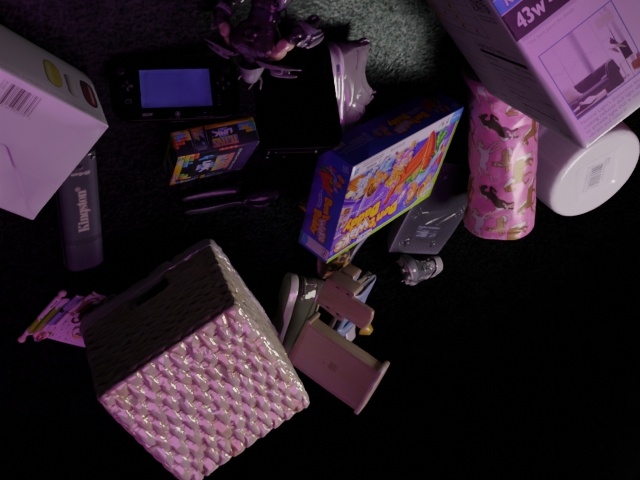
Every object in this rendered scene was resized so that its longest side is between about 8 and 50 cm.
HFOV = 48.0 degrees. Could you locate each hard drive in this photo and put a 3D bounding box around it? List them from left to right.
[{"bbox_3d":[0.262,-0.079,1.659,0.172,0.054,0.255,3,128,-34],"label":"hard drive"}]

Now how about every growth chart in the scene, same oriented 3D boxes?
[{"bbox_3d":[-0.470,0.167,1.475,0.237,0.021,0.172,23,115,-45],"label":"growth chart"}]

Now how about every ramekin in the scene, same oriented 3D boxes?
[{"bbox_3d":[0.615,-0.190,1.707,0.277,0.135,0.277,-17,137,-16],"label":"ramekin"}]

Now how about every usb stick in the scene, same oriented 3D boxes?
[{"bbox_3d":[-0.425,-0.055,1.260,0.077,0.045,0.278,-10,135,-23],"label":"usb stick"}]

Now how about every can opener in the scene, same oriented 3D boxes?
[{"bbox_3d":[-0.174,-0.086,1.383,0.186,0.059,0.073,-7,161,-14],"label":"can opener"}]

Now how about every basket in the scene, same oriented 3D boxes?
[{"bbox_3d":[-0.247,0.239,1.432,0.328,0.266,0.331,-34,122,-5],"label":"basket"}]

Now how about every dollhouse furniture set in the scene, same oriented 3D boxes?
[{"bbox_3d":[0.111,0.189,1.651,0.303,0.198,0.286,-36,155,-56],"label":"dollhouse furniture set"}]

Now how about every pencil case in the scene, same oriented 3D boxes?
[{"bbox_3d":[0.370,-0.189,1.482,0.160,0.167,0.386,-39,135,-35],"label":"pencil case"}]

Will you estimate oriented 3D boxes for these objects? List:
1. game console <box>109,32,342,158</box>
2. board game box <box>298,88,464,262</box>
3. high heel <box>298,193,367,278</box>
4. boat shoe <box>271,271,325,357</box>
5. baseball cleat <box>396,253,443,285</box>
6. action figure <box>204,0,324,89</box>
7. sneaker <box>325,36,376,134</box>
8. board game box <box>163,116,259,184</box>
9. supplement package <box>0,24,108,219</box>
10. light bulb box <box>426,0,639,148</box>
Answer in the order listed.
[{"bbox_3d":[-0.150,-0.231,1.153,0.361,0.213,0.044,-4,163,-12],"label":"game console"},{"bbox_3d":[0.119,-0.131,1.391,0.347,0.078,0.233,-32,150,-39],"label":"board game box"},{"bbox_3d":[0.000,0.000,1.543,0.186,0.093,0.261,-50,143,16],"label":"high heel"},{"bbox_3d":[-0.066,0.207,1.691,0.091,0.109,0.305,6,125,-17],"label":"boat shoe"},{"bbox_3d":[0.241,0.059,1.733,0.109,0.072,0.206,-23,171,2],"label":"baseball cleat"},{"bbox_3d":[-0.077,-0.364,1.080,0.185,0.099,0.285,19,114,8],"label":"action figure"},{"bbox_3d":[0.056,-0.242,1.328,0.115,0.105,0.281,-22,140,-16],"label":"sneaker"},{"bbox_3d":[-0.192,-0.151,1.239,0.141,0.048,0.170,-14,173,-18],"label":"board game box"},{"bbox_3d":[-0.479,-0.186,1.017,0.204,0.145,0.262,-45,139,16],"label":"supplement package"},{"bbox_3d":[0.316,-0.380,1.080,0.225,0.358,0.361,-39,116,7],"label":"light bulb box"}]
